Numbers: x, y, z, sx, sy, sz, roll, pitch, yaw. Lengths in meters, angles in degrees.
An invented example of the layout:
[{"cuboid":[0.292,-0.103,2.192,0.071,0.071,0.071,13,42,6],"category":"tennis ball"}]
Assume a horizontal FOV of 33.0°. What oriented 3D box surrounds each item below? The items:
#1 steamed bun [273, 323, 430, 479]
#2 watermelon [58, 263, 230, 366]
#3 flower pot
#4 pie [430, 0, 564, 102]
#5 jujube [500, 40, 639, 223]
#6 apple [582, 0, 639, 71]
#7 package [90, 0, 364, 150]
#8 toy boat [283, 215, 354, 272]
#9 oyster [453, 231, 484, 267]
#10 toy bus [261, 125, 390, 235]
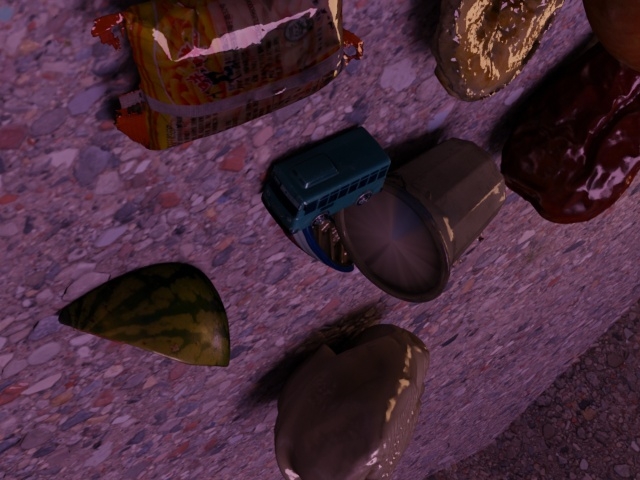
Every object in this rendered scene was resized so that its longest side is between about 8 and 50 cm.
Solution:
[{"cuboid":[0.046,0.329,2.067,0.368,0.255,0.342,-54,159,-51],"category":"steamed bun"},{"cuboid":[-0.202,0.095,1.486,0.303,0.159,0.128,23,79,-66],"category":"watermelon"},{"cuboid":[0.156,-0.046,1.608,0.202,0.212,0.212,-40,163,-37],"category":"flower pot"},{"cuboid":[0.227,-0.294,1.336,0.274,0.055,0.274,-36,147,-28],"category":"pie"},{"cuboid":[0.444,-0.184,1.727,0.342,0.216,0.216,-54,154,15],"category":"jujube"},{"cuboid":[0.455,-0.358,1.345,0.277,0.250,0.309,23,103,-24],"category":"apple"},{"cuboid":[-0.075,-0.193,1.073,0.288,0.108,0.223,-28,154,-13],"category":"package"},{"cuboid":[0.000,0.000,1.611,0.046,0.080,0.229,-7,166,20],"category":"toy boat"},{"cuboid":[0.247,-0.019,1.937,0.209,0.072,0.133,-46,159,-34],"category":"oyster"},{"cuboid":[0.007,-0.081,1.439,0.160,0.079,0.092,-27,156,-25],"category":"toy bus"}]
